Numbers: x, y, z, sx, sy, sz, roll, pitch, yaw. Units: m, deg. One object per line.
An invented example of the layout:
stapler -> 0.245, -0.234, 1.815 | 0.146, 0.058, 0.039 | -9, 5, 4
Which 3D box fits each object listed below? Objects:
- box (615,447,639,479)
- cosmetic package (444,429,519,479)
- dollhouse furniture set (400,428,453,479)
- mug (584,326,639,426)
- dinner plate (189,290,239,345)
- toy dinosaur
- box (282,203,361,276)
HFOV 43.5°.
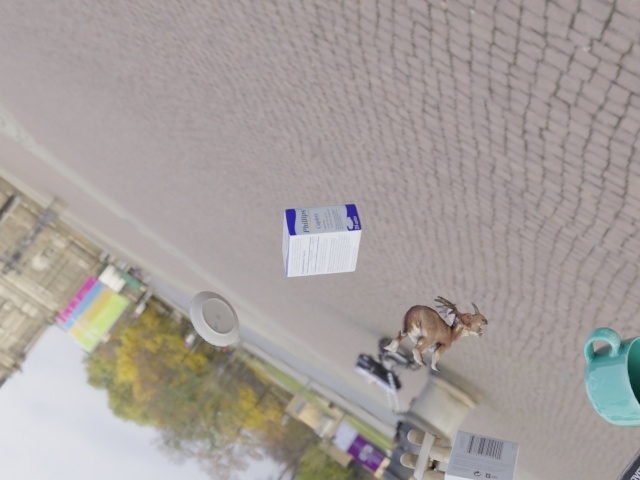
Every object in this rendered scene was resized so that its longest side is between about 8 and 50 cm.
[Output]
box -> 0.772, 0.556, 1.918 | 0.076, 0.242, 0.307 | 38, 168, 24
cosmetic package -> 0.374, 0.575, 1.880 | 0.151, 0.151, 0.183 | 8, 122, 17
dollhouse furniture set -> 0.273, 0.683, 2.368 | 0.161, 0.242, 0.212 | 18, 177, -10
mug -> 0.462, 0.205, 1.222 | 0.097, 0.129, 0.157 | -29, 74, 52
dinner plate -> -0.239, 0.177, 1.846 | 0.141, 0.141, 0.017 | 39, 128, -19
toy dinosaur -> 0.282, 0.219, 2.065 | 0.296, 0.200, 0.127 | 26, 175, -43
box -> 0.000, 0.000, 1.514 | 0.126, 0.137, 0.072 | 96, 166, -50
